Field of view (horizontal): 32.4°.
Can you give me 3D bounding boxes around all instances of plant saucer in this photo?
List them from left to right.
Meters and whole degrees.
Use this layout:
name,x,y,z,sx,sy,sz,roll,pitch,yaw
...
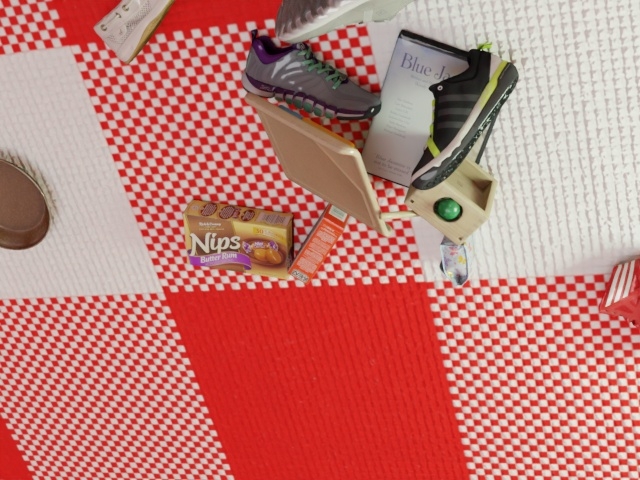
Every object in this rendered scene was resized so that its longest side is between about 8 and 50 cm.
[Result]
name,x,y,z,sx,sy,sz,roll,pitch,yaw
plant saucer,-0.574,-0.073,1.998,0.199,0.036,0.198,9,127,13

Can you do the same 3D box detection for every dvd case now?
name,x,y,z,sx,sy,sz,roll,pitch,yaw
dvd case,0.172,-0.182,1.685,0.180,0.022,0.253,20,127,4

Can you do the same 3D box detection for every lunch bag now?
name,x,y,z,sx,sy,sz,roll,pitch,yaw
lunch bag,0.222,0.023,1.781,0.053,0.071,0.083,-1,124,21

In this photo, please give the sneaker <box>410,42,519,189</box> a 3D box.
name,x,y,z,sx,sy,sz,roll,pitch,yaw
sneaker,0.186,-0.178,1.575,0.097,0.234,0.084,36,172,11

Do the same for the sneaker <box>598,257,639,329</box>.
name,x,y,z,sx,sy,sz,roll,pitch,yaw
sneaker,0.523,0.124,1.760,0.128,0.087,0.221,-9,109,33

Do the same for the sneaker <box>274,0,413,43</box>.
name,x,y,z,sx,sy,sz,roll,pitch,yaw
sneaker,0.051,-0.334,1.567,0.281,0.105,0.115,-14,148,40

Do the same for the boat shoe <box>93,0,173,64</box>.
name,x,y,z,sx,sy,sz,roll,pitch,yaw
boat shoe,-0.260,-0.381,1.640,0.096,0.098,0.277,37,128,-10

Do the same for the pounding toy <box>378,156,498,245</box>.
name,x,y,z,sx,sy,sz,roll,pitch,yaw
pounding toy,0.179,-0.063,1.664,0.130,0.141,0.100,37,127,-10

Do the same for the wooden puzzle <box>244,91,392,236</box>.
name,x,y,z,sx,sy,sz,roll,pitch,yaw
wooden puzzle,0.005,-0.119,1.671,0.221,0.044,0.238,32,165,33

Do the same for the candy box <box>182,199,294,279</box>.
name,x,y,z,sx,sy,sz,roll,pitch,yaw
candy box,-0.139,-0.002,1.895,0.187,0.053,0.109,8,126,11

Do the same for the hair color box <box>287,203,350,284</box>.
name,x,y,z,sx,sy,sz,roll,pitch,yaw
hair color box,0.000,0.000,1.838,0.043,0.072,0.141,31,128,-4

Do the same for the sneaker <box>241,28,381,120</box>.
name,x,y,z,sx,sy,sz,roll,pitch,yaw
sneaker,-0.012,-0.250,1.662,0.224,0.083,0.098,15,121,10
